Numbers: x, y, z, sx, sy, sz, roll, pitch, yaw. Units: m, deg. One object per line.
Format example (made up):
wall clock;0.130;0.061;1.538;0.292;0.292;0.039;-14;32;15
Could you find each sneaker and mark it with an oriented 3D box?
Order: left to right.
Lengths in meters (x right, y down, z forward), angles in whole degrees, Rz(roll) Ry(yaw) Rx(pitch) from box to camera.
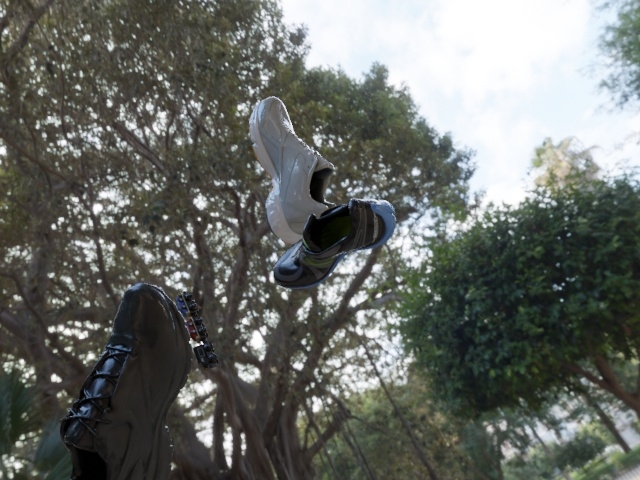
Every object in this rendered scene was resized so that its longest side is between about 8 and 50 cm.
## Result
sneaker;-0.242;0.194;0.585;0.109;0.286;0.130;-2;-9;29
sneaker;-0.035;-0.133;0.804;0.121;0.262;0.099;-22;-15;30
sneaker;0.000;0.000;0.556;0.078;0.067;0.188;15;-34;-37

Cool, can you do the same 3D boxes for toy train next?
toy train;-0.216;0.152;0.821;0.036;0.158;0.027;-21;-34;-18
